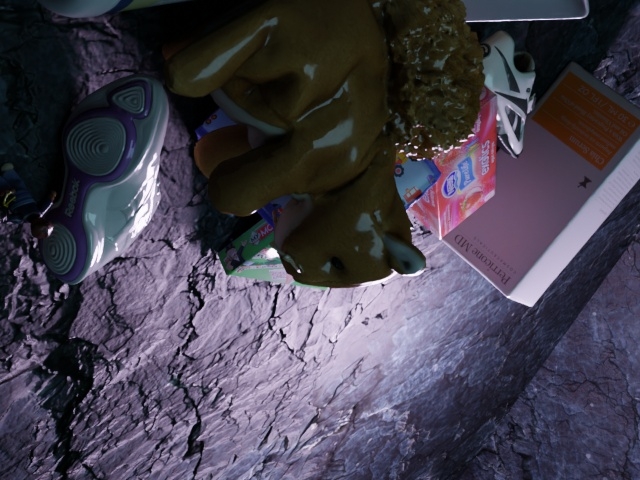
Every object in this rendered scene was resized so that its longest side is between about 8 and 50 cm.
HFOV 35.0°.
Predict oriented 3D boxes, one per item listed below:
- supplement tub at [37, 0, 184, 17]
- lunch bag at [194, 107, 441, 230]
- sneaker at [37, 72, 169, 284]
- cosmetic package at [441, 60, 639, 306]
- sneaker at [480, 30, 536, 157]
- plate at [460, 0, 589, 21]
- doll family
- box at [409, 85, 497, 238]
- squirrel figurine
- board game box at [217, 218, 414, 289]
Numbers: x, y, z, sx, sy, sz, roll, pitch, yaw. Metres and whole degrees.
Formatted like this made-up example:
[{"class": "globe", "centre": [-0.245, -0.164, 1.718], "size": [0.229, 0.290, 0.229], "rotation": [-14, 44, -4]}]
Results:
[{"class": "supplement tub", "centre": [-0.131, -0.345, 0.974], "size": [0.316, 0.228, 0.228], "rotation": [-21, 143, -39]}, {"class": "lunch bag", "centre": [0.008, -0.105, 1.384], "size": [0.221, 0.293, 0.138], "rotation": [-42, -178, -7]}, {"class": "sneaker", "centre": [-0.259, -0.087, 1.292], "size": [0.152, 0.114, 0.305], "rotation": [-28, 154, -56]}, {"class": "cosmetic package", "centre": [0.476, -0.112, 2.104], "size": [0.453, 0.230, 0.161], "rotation": [-53, 151, 10]}, {"class": "sneaker", "centre": [0.340, -0.260, 1.837], "size": [0.146, 0.122, 0.330], "rotation": [-45, 152, 1]}, {"class": "plate", "centre": [0.175, -0.376, 1.232], "size": [0.277, 0.278, 0.045], "rotation": [59, 40, -52]}, {"class": "doll family", "centre": [-0.392, -0.027, 1.156], "size": [0.193, 0.111, 0.076], "rotation": [-34, 149, -23]}, {"class": "box", "centre": [0.201, -0.161, 1.748], "size": [0.142, 0.154, 0.300], "rotation": [-38, 152, -14]}, {"class": "squirrel figurine", "centre": [0.044, -0.139, 1.207], "size": [0.397, 0.281, 0.370], "rotation": [-31, 108, -7]}, {"class": "board game box", "centre": [0.000, 0.000, 1.727], "size": [0.213, 0.046, 0.317], "rotation": [-35, 157, 22]}]
